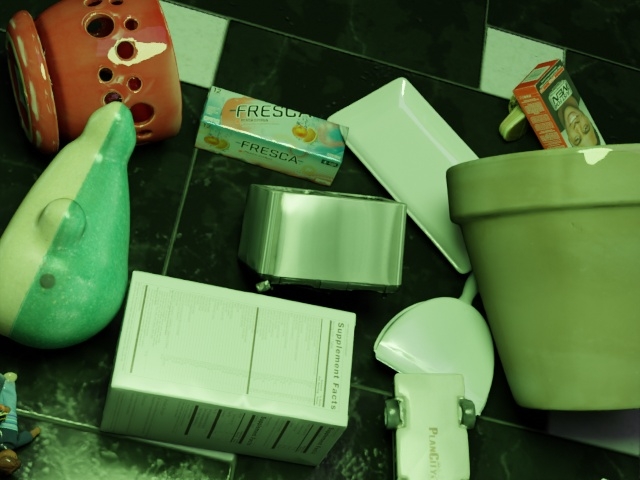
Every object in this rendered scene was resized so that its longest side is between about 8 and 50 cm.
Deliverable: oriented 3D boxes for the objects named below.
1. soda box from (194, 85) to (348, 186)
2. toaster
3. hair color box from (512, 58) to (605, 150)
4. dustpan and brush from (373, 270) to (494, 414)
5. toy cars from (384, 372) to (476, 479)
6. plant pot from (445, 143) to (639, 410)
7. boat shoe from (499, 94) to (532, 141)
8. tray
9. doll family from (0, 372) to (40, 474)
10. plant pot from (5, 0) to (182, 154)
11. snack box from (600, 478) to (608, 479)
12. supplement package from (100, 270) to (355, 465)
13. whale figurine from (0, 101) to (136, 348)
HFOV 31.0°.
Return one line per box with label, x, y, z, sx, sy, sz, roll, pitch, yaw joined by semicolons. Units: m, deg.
soda box;-0.062;-0.130;1.444;0.183;0.063;0.058;16;58;-7
toaster;0.000;0.000;1.312;0.168;0.186;0.110;4;95;-13
hair color box;0.321;-0.164;1.551;0.072;0.043;0.141;-46;113;-31
dustpan and brush;0.164;0.099;1.393;0.147;0.060;0.211;32;64;1
toy cars;0.187;0.319;1.254;0.176;0.087;0.393;-36;72;-19
plant pot;0.313;0.046;1.322;0.323;0.323;0.280;-2;86;-18
boat shoe;0.283;-0.185;1.590;0.045;0.050;0.135;37;55;21
tray;0.139;-0.083;1.496;0.145;0.030;0.270;-32;74;-31
doll family;-0.364;0.173;1.154;0.193;0.076;0.111;6;46;-34
plant pot;-0.269;-0.198;1.349;0.174;0.191;0.191;-12;66;-19
snack box;0.365;0.318;1.283;0.178;0.022;0.064;28;36;-37
supplement package;-0.098;0.142;1.238;0.244;0.134;0.139;12;59;-9
whale figurine;-0.251;-0.010;1.231;0.141;0.216;0.272;28;80;-9
